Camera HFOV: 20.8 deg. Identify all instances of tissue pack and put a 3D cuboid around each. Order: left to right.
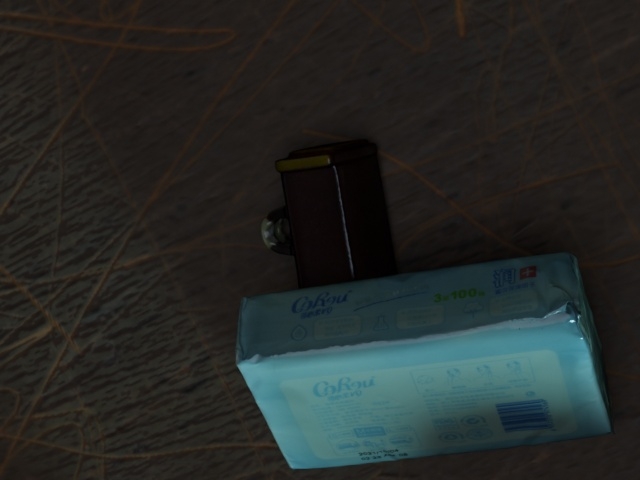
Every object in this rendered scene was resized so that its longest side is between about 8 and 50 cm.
[{"bbox_3d":[0.084,0.095,1.352,0.263,0.177,0.089,-7,51,14],"label":"tissue pack"}]

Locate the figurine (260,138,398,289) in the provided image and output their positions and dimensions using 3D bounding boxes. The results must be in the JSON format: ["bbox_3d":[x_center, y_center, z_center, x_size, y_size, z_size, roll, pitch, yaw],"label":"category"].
[{"bbox_3d":[0.000,0.001,1.407,0.098,0.082,0.154,-5,96,26],"label":"figurine"}]
